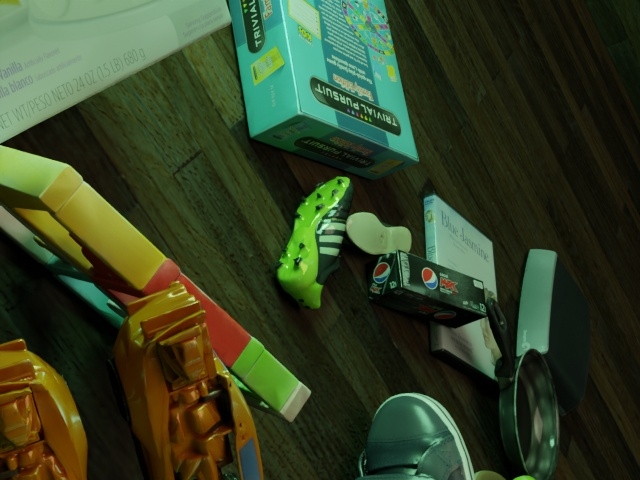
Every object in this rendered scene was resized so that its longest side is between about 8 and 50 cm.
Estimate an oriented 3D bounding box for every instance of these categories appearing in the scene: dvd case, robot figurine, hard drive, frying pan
[{"bbox_3d":[0.210,0.075,1.293,0.180,0.022,0.253,33,47,-42],"label":"dvd case"},{"bbox_3d":[-0.122,0.184,0.576,0.211,0.085,0.291,-19,116,-21],"label":"robot figurine"},{"bbox_3d":[0.393,0.144,1.488,0.172,0.054,0.255,51,37,-25],"label":"hard drive"},{"bbox_3d":[0.268,0.227,1.228,0.326,0.053,0.197,39,50,-49],"label":"frying pan"}]

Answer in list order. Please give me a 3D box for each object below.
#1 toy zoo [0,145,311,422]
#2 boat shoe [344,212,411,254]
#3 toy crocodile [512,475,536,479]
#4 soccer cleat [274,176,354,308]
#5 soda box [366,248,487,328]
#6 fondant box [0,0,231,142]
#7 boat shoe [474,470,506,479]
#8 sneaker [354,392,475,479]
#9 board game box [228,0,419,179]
[{"bbox_3d":[-0.155,0.022,0.652,0.293,0.192,0.030,47,67,-30],"label":"toy zoo"},{"bbox_3d":[0.062,-0.006,1.110,0.133,0.042,0.049,13,82,-52],"label":"boat shoe"},{"bbox_3d":[0.313,0.406,1.195,0.340,0.105,0.115,36,3,-38],"label":"toy crocodile"},{"bbox_3d":[0.000,0.000,1.009,0.072,0.060,0.179,58,40,-33],"label":"soccer cleat"},{"bbox_3d":[0.137,0.064,1.140,0.169,0.060,0.053,21,56,-38],"label":"soda box"},{"bbox_3d":[-0.224,-0.267,0.640,0.238,0.096,0.330,-38,123,-34],"label":"fondant box"},{"bbox_3d":[0.166,0.423,0.959,0.121,0.110,0.341,23,57,-38],"label":"boat shoe"},{"bbox_3d":[0.086,0.305,0.893,0.127,0.126,0.321,29,51,-52],"label":"sneaker"},{"bbox_3d":[-0.005,-0.264,1.121,0.254,0.079,0.336,13,62,-52],"label":"board game box"}]
